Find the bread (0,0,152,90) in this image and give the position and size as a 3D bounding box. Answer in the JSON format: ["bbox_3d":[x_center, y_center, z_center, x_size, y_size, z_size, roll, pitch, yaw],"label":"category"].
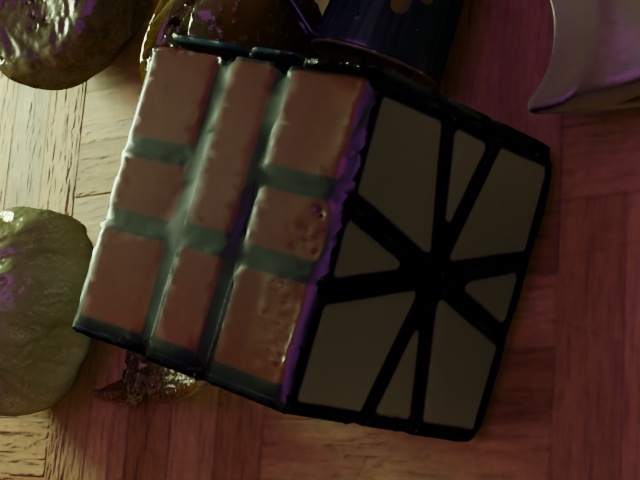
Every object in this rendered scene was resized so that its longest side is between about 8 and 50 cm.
[{"bbox_3d":[-0.304,-0.290,1.663,0.230,0.123,0.230,-3,84,31],"label":"bread"}]

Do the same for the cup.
[{"bbox_3d":[0.058,-0.244,1.340,0.131,0.176,0.155,157,135,-85],"label":"cup"}]

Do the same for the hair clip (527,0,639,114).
[{"bbox_3d":[0.310,-0.210,1.159,0.282,0.113,0.172,-18,67,41],"label":"hair clip"}]

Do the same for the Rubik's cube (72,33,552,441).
[{"bbox_3d":[0.000,0.000,1.237,0.283,0.288,0.293,18,92,42],"label":"Rubik's cube"}]

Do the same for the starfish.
[{"bbox_3d":[-0.177,0.109,1.498,0.247,0.050,0.138,-13,74,50],"label":"starfish"}]

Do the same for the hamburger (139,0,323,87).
[{"bbox_3d":[-0.074,-0.184,1.413,0.122,0.215,0.189,18,61,37],"label":"hamburger"}]

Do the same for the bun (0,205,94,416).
[{"bbox_3d":[-0.353,0.072,1.585,0.244,0.153,0.243,-13,72,45],"label":"bun"}]
